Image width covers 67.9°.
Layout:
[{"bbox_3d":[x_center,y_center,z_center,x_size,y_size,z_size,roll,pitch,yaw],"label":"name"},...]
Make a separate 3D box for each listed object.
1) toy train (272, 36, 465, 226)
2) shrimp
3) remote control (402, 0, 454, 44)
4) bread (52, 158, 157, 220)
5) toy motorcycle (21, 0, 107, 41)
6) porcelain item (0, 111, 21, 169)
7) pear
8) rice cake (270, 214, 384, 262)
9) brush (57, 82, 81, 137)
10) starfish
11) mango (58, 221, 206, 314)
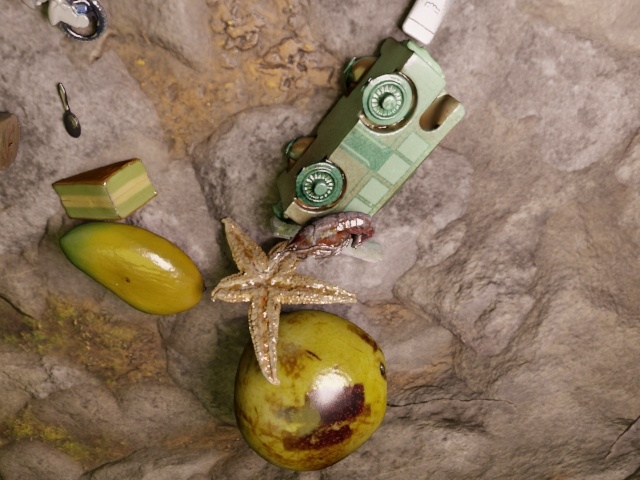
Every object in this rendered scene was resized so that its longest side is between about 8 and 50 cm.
[{"bbox_3d":[0.059,-0.138,0.715,0.159,0.129,0.326,32,111,-25],"label":"toy train"},{"bbox_3d":[0.000,0.000,0.688,0.165,0.057,0.065,-23,135,11],"label":"shrimp"},{"bbox_3d":[0.178,-0.367,0.658,0.049,0.027,0.184,25,109,-18],"label":"remote control"},{"bbox_3d":[-0.354,-0.082,0.777,0.139,0.084,0.074,1,124,31],"label":"bread"},{"bbox_3d":[-0.315,-0.369,0.584,0.150,0.102,0.221,16,121,-35],"label":"toy motorcycle"},{"bbox_3d":[-0.561,-0.166,0.684,0.215,0.069,0.081,13,120,-12],"label":"porcelain item"},{"bbox_3d":[-0.014,0.260,0.838,0.283,0.284,0.284,-2,118,-3],"label":"pear"},{"bbox_3d":[0.015,-0.003,0.816,0.210,0.043,0.034,17,121,-20],"label":"rice cake"},{"bbox_3d":[-0.380,-0.195,0.716,0.024,0.008,0.083,-2,119,0],"label":"brush"},{"bbox_3d":[-0.061,0.076,0.772,0.231,0.295,0.048,-11,151,-15],"label":"starfish"},{"bbox_3d":[-0.304,0.043,0.796,0.137,0.091,0.237,-38,122,16],"label":"mango"}]
